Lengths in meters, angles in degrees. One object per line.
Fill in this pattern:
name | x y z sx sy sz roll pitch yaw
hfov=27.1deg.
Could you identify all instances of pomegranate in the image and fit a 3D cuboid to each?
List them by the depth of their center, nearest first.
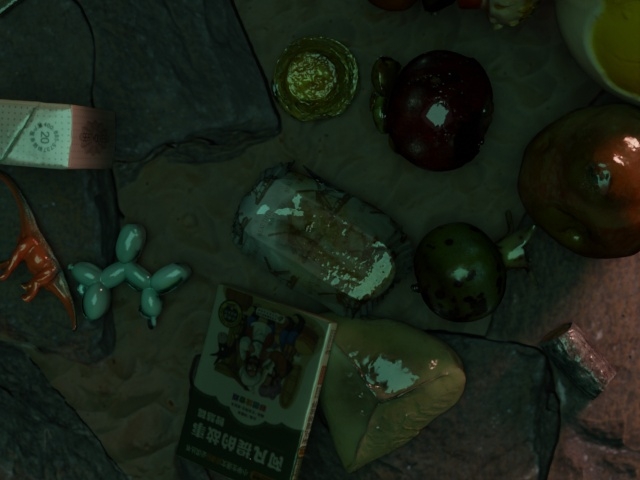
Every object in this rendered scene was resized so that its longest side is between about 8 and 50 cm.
pomegranate | 0.209 0.038 1.848 0.169 0.148 0.148 -21 91 -27

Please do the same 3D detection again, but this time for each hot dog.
hot dog | 0.000 0.000 1.892 0.270 0.082 0.162 31 88 12

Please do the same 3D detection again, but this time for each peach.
peach | 0.369 -0.085 1.766 0.214 0.235 0.214 -1 84 9

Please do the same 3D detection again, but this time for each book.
book | -0.093 0.214 1.901 0.202 0.027 0.264 18 96 30

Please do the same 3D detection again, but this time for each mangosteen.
mangosteen | 0.148 -0.180 1.832 0.180 0.166 0.166 13 95 32

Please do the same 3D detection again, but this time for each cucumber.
cucumber | 0.363 0.170 1.865 0.064 0.064 0.112 -39 91 7

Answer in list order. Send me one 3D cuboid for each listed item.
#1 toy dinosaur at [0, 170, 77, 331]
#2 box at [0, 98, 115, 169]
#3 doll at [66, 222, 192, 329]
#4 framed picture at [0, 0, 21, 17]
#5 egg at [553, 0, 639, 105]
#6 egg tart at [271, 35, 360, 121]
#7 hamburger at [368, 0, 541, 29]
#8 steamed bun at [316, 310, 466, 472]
toy dinosaur | -0.435 0.018 1.960 0.101 0.055 0.279 -39 87 -2
box | -0.477 -0.155 1.873 0.330 0.210 0.095 4 94 7
doll | -0.287 0.056 1.939 0.159 0.059 0.158 34 96 3
framed picture | -0.472 -0.498 1.950 0.209 0.019 0.281 -37 88 7
egg | 0.452 -0.303 1.700 0.283 0.345 0.283 -13 64 29
egg tart | -0.007 -0.229 1.893 0.130 0.052 0.130 0 91 5
hamburger | 0.194 -0.445 1.723 0.250 0.330 0.330 11 95 5
steamed bun | 0.095 0.197 1.877 0.212 0.110 0.231 -17 94 8
